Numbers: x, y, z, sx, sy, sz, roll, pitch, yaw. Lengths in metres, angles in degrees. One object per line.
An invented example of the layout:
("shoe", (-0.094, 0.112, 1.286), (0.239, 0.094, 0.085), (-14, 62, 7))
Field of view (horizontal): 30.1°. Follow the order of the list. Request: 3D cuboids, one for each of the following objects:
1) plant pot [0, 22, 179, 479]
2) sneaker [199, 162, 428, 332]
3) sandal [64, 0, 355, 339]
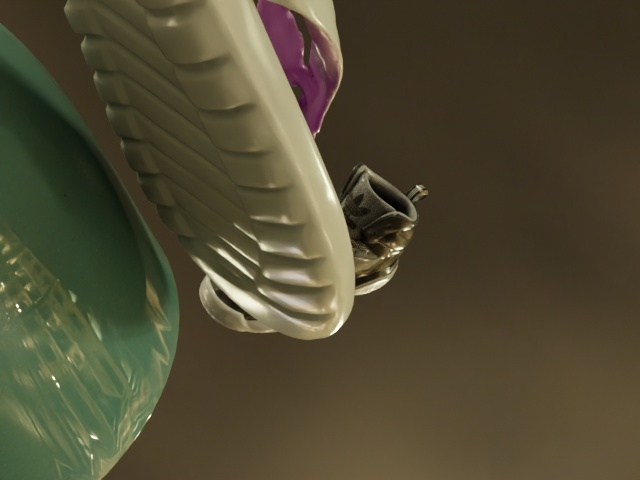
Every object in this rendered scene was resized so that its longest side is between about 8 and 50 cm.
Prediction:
("plant pot", (-0.247, -0.005, 0.630), (0.293, 0.293, 0.235), (7, -38, 18))
("sneaker", (0.000, 0.000, 1.239), (0.101, 0.268, 0.153), (52, -45, 22))
("sandal", (-0.048, -0.111, 0.567), (0.169, 0.102, 0.416), (31, -29, 42))
